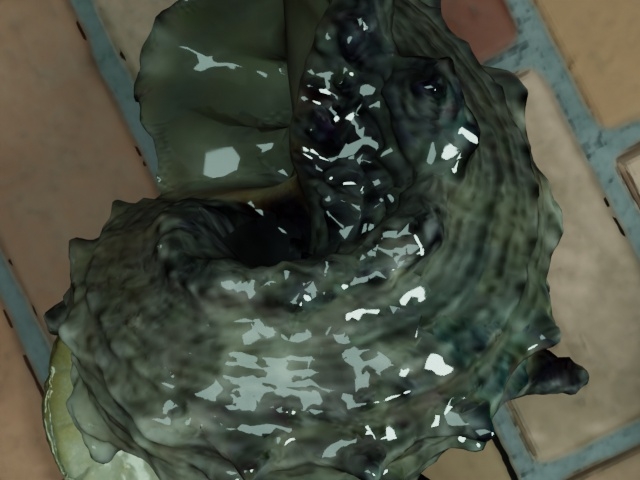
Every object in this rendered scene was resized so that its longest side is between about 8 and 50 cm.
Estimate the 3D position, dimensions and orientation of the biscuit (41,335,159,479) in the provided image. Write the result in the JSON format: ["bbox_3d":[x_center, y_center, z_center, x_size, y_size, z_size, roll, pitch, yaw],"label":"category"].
[{"bbox_3d":[-0.069,0.079,0.906,0.152,0.020,0.152,-1,87,10],"label":"biscuit"}]

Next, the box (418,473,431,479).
[{"bbox_3d":[0.010,0.238,0.857,0.168,0.071,0.259,31,94,12],"label":"box"}]

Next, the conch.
[{"bbox_3d":[-0.012,-0.001,0.816,0.240,0.186,0.313,-7,74,14],"label":"conch"}]
